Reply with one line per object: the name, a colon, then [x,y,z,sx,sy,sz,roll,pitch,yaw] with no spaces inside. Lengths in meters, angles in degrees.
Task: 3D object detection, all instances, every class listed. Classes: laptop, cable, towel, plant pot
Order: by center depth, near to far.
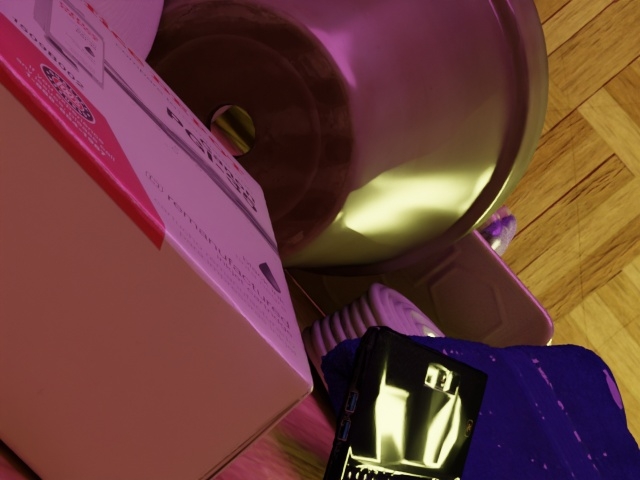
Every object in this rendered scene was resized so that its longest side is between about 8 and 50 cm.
laptop: [0.079,0.196,0.898,0.136,0.264,0.234,14,-5,19]
towel: [0.136,0.172,1.221,0.308,0.076,0.228,9,48,-51]
plant pot: [-0.019,-0.106,1.348,0.323,0.323,0.280,50,24,3]
cable: [0.095,0.148,1.408,0.257,0.089,0.257,45,9,-30]

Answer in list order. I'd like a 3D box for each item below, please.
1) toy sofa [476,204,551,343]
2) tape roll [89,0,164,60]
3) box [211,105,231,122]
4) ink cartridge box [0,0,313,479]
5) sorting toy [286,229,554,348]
toy sofa: [0.157,0.079,1.779,0.150,0.177,0.362,50,7,4]
tape roll: [-0.199,-0.269,1.093,0.392,0.072,0.392,-10,90,-71]
box: [-0.151,-0.254,1.798,0.232,0.127,0.148,53,6,23]
ink cartridge box: [-0.123,-0.019,0.852,0.207,0.117,0.283,47,8,-19]
sorting toy: [0.082,0.041,1.552,0.208,0.193,0.038,52,43,3]
